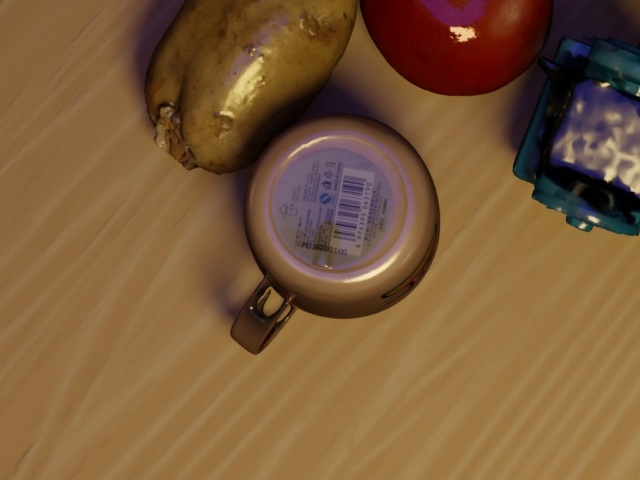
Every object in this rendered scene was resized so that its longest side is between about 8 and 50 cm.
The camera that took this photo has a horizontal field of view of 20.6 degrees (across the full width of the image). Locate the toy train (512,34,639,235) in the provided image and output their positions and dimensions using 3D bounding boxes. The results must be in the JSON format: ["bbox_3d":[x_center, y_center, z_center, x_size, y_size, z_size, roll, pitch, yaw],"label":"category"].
[{"bbox_3d":[0.328,-0.080,1.626,0.300,0.265,0.188,21,100,4],"label":"toy train"}]

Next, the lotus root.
[{"bbox_3d":[-0.061,-0.196,1.713,0.160,0.146,0.284,39,88,11],"label":"lotus root"}]

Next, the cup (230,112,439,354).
[{"bbox_3d":[0.000,0.000,1.668,0.191,0.200,0.253,39,89,5],"label":"cup"}]

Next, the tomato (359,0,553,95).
[{"bbox_3d":[0.133,-0.237,1.713,0.195,0.136,0.195,0,85,2],"label":"tomato"}]
